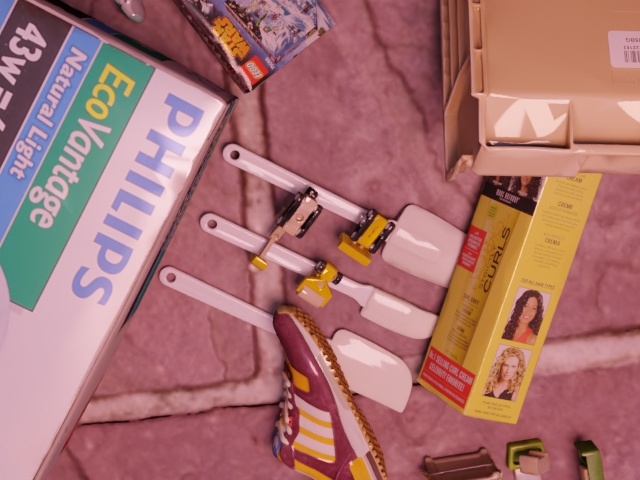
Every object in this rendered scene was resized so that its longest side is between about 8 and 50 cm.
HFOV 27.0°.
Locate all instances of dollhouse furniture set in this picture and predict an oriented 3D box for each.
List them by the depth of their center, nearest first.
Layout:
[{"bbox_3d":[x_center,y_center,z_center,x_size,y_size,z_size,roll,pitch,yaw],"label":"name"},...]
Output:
[{"bbox_3d":[0.164,0.212,1.138,0.151,0.076,0.059,-9,98,-2],"label":"dollhouse furniture set"}]

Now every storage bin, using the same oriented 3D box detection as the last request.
[{"bbox_3d":[0.230,-0.164,1.008,0.262,0.123,0.260,2,70,-3],"label":"storage bin"}]

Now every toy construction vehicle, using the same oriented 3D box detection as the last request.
[{"bbox_3d":[0.000,0.000,1.107,0.086,0.035,0.098,32,103,-17],"label":"toy construction vehicle"}]

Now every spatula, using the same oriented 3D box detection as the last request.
[{"bbox_3d":[0.000,0.024,1.136,0.242,0.019,0.168,26,102,-5],"label":"spatula"}]

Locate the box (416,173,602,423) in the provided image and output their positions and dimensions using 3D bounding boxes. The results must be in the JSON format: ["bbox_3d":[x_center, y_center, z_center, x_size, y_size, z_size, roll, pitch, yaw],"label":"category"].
[{"bbox_3d":[0.156,0.027,1.100,0.058,0.087,0.232,13,100,-28],"label":"box"}]

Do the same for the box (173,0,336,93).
[{"bbox_3d":[-0.065,-0.200,1.077,0.094,0.027,0.137,-40,103,-13],"label":"box"}]

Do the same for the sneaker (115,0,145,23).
[{"bbox_3d":[-0.146,-0.231,1.079,0.069,0.038,0.098,-24,99,2],"label":"sneaker"}]

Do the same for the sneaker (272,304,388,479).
[{"bbox_3d":[-0.012,0.145,1.120,0.084,0.069,0.185,-25,103,4],"label":"sneaker"}]

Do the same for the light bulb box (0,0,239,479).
[{"bbox_3d":[-0.299,-0.035,1.008,0.361,0.225,0.358,27,96,-5],"label":"light bulb box"}]
